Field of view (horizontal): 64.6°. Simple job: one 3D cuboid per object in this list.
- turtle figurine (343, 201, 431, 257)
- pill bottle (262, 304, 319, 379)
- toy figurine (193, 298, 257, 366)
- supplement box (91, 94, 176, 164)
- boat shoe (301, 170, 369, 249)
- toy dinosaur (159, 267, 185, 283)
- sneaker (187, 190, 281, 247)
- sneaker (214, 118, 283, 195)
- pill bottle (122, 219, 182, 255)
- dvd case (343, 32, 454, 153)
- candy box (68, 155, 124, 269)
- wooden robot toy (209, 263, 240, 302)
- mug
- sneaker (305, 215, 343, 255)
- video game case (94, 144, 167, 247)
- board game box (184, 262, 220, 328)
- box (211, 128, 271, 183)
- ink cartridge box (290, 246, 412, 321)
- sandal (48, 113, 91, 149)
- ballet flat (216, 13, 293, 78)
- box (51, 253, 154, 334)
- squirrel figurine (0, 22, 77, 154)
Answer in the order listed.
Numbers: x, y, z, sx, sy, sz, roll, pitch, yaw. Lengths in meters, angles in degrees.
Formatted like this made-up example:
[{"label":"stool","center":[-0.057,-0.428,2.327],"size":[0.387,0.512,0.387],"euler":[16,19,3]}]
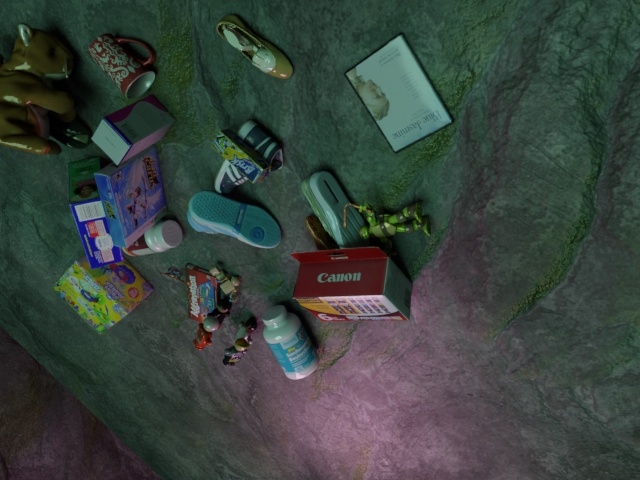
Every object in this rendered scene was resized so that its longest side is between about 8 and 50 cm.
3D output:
[{"label":"turtle figurine","center":[0.202,-0.032,1.463],"size":[0.217,0.087,0.269],"euler":[-13,126,27]},{"label":"pill bottle","center":[-0.117,0.368,1.857],"size":[0.146,0.146,0.264],"euler":[-11,117,32]},{"label":"toy figurine","center":[-0.353,0.345,1.925],"size":[0.209,0.213,0.148],"euler":[33,114,-2]},{"label":"supplement box","center":[-0.567,-0.342,1.550],"size":[0.111,0.220,0.114],"euler":[47,131,-9]},{"label":"boat shoe","center":[0.049,-0.073,1.518],"size":[0.094,0.109,0.302],"euler":[-3,120,57]},{"label":"toy dinosaur","center":[-0.572,0.145,1.989],"size":[0.082,0.090,0.047],"euler":[49,155,31]},{"label":"sneaker","center":[-0.296,-0.060,1.689],"size":[0.319,0.127,0.208],"euler":[27,163,-20]},{"label":"sneaker","center":[-0.215,-0.212,1.541],"size":[0.153,0.099,0.282],"euler":[36,127,3]},{"label":"pill bottle","center":[-0.624,-0.012,1.869],"size":[0.221,0.121,0.121],"euler":[-9,117,31]},{"label":"dvd case","center":[0.196,-0.362,1.281],"size":[0.180,0.022,0.253],"euler":[-25,108,36]},{"label":"candy box","center":[-0.790,-0.103,1.778],"size":[0.317,0.122,0.268],"euler":[-127,30,-47]},{"label":"wooden robot toy","center":[-0.337,0.150,1.889],"size":[0.079,0.076,0.173],"euler":[-31,108,2]},{"label":"mug","center":[-0.585,-0.537,1.521],"size":[0.169,0.150,0.113],"euler":[45,166,-2]},{"label":"sneaker","center":[0.000,0.000,1.603],"size":[0.067,0.064,0.175],"euler":[-21,108,46]},{"label":"video game case","center":[-0.620,-0.152,1.690],"size":[0.061,0.244,0.270],"euler":[11,126,15]},{"label":"board game box","center":[-0.466,0.226,2.015],"size":[0.145,0.027,0.281],"euler":[19,128,16]},{"label":"box","center":[-0.224,-0.240,1.442],"size":[0.169,0.054,0.059],"euler":[42,121,5]},{"label":"ink cartridge box","center":[0.084,0.140,1.538],"size":[0.309,0.130,0.272],"euler":[-6,148,30]},{"label":"sandal","center":[-0.940,-0.428,1.760],"size":[0.303,0.086,0.120],"euler":[42,94,-19]},{"label":"ballet flat","center":[-0.180,-0.501,1.341],"size":[0.232,0.073,0.080],"euler":[38,131,-2]},{"label":"box","center":[-0.911,0.200,2.122],"size":[0.279,0.177,0.290],"euler":[-31,104,38]},{"label":"squirrel figurine","center":[-0.961,-0.484,1.563],"size":[0.396,0.281,0.371],"euler":[14,95,-13]}]
